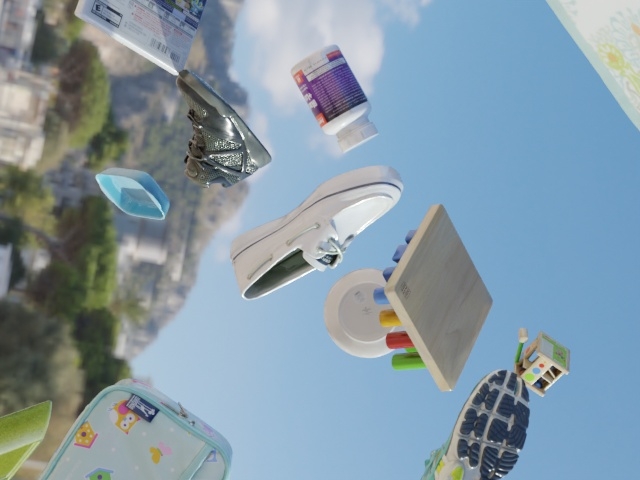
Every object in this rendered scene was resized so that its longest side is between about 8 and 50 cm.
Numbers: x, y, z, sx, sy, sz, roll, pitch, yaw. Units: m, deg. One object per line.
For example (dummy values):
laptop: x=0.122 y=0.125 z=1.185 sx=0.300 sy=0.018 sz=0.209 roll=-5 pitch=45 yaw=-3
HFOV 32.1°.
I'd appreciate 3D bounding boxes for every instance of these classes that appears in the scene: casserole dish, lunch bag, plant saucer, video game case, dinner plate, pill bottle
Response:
casserole dish: x=-0.357 y=-0.095 z=2.142 sx=0.188 sy=0.114 sz=0.037 roll=8 pitch=-129 yaw=48
lunch bag: x=-0.254 y=0.338 z=1.491 sx=0.279 sy=0.224 sz=0.108 roll=-56 pitch=177 yaw=-3
plant saucer: x=-0.491 y=0.321 z=1.617 sx=0.188 sy=0.188 sz=0.045 roll=-47 pitch=-110 yaw=36
video game case: x=-0.265 y=-0.380 z=1.709 sx=0.023 sy=0.201 sz=0.183 roll=4 pitch=-108 yaw=46
dinner plate: x=0.074 y=0.112 z=1.740 sx=0.017 sy=0.141 sz=0.141 roll=58 pitch=40 yaw=-79
pill bottle: x=0.032 y=-0.272 z=2.157 sx=0.193 sy=0.108 sz=0.108 roll=61 pitch=-22 yaw=0

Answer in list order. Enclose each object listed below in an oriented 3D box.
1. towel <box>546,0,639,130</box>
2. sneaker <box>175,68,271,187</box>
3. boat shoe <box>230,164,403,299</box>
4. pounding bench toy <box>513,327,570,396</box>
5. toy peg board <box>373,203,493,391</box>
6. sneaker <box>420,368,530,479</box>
towel: x=0.437 y=-0.289 z=1.374 sx=0.090 sy=0.374 sz=0.320 roll=-42 pitch=-169 yaw=-19
sneaker: x=-0.183 y=-0.165 z=1.778 sx=0.130 sy=0.227 sz=0.087 roll=-40 pitch=-134 yaw=-2
boat shoe: x=0.000 y=0.000 z=1.221 sx=0.226 sy=0.083 sz=0.075 roll=-30 pitch=-127 yaw=29
pounding bench toy: x=0.291 y=0.164 z=1.536 sx=0.065 sy=0.083 sz=0.052 roll=-51 pitch=-171 yaw=32
toy peg board: x=0.118 y=0.071 z=1.332 sx=0.079 sy=0.160 sz=0.161 roll=-10 pitch=-147 yaw=37
sneaker: x=0.185 y=0.292 z=1.494 sx=0.275 sy=0.107 sz=0.110 roll=-60 pitch=-158 yaw=-10
